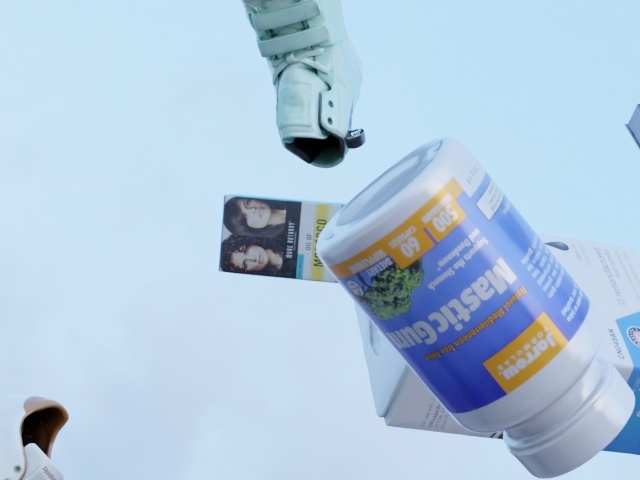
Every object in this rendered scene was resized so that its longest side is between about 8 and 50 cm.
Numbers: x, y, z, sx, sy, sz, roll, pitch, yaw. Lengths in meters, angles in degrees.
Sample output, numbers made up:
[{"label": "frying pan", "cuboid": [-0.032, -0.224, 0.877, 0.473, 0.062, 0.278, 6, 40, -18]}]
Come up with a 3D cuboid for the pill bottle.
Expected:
[{"label": "pill bottle", "cuboid": [0.135, 0.061, 1.171, 0.272, 0.152, 0.152, 50, -34, -9]}]

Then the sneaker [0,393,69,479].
[{"label": "sneaker", "cuboid": [-0.364, 0.290, 1.587, 0.123, 0.290, 0.106, -6, -42, 23]}]

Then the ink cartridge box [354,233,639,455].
[{"label": "ink cartridge box", "cuboid": [0.269, 0.127, 1.966, 0.395, 0.285, 0.166, 8, -54, -15]}]

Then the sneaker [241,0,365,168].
[{"label": "sneaker", "cuboid": [-0.021, -0.184, 1.394, 0.094, 0.151, 0.256, -12, -42, 20]}]

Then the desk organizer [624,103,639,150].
[{"label": "desk organizer", "cuboid": [0.296, -0.090, 1.181, 0.047, 0.130, 0.050, 18, -68, -7]}]

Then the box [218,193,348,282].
[{"label": "box", "cuboid": [0.000, 0.000, 1.760, 0.244, 0.100, 0.060, 5, 2, 13]}]
